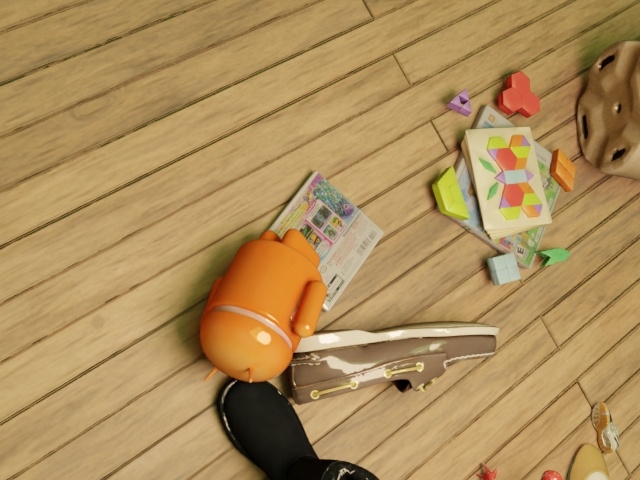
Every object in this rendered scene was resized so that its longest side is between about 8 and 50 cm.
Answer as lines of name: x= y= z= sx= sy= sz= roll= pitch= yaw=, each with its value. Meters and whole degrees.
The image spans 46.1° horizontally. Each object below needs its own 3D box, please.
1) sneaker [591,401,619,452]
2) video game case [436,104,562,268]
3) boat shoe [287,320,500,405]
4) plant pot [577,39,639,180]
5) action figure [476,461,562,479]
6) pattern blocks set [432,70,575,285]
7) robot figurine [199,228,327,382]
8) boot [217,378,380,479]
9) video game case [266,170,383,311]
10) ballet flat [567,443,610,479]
sneaker: x=0.476 y=0.309 z=1.252 sx=0.036 sy=0.031 sz=0.083 roll=-6 pitch=87 yaw=-39
video game case: x=0.309 y=-0.090 z=1.256 sx=0.193 sy=0.023 sz=0.213 roll=33 pitch=69 yaw=-15
boat shoe: x=0.108 y=0.169 z=1.068 sx=0.324 sy=0.116 sz=0.097 roll=-2 pitch=85 yaw=-20
plant pot: x=0.630 y=-0.213 z=1.287 sx=0.305 sy=0.334 sz=0.334 roll=2 pitch=79 yaw=-12
action figure: x=0.264 y=0.449 z=1.103 sx=0.091 sy=0.139 sz=0.281 roll=26 pitch=93 yaw=-20
pattern blocks set: x=0.308 y=-0.101 z=1.230 sx=0.285 sy=0.026 sz=0.325 roll=-23 pitch=90 yaw=-26
robot figurine: x=-0.077 y=0.088 z=0.974 sx=0.158 sy=0.128 sz=0.220 roll=21 pitch=58 yaw=6
boot: x=-0.017 y=0.272 z=0.937 sx=0.094 sy=0.207 sz=0.247 roll=-34 pitch=94 yaw=-26
video game case: x=0.000 y=0.000 z=1.104 sx=0.143 sy=0.019 sz=0.157 roll=41 pitch=67 yaw=-11
ballet flat: x=0.423 y=0.436 z=1.175 sx=0.080 sy=0.073 sz=0.232 roll=26 pitch=70 yaw=-19
